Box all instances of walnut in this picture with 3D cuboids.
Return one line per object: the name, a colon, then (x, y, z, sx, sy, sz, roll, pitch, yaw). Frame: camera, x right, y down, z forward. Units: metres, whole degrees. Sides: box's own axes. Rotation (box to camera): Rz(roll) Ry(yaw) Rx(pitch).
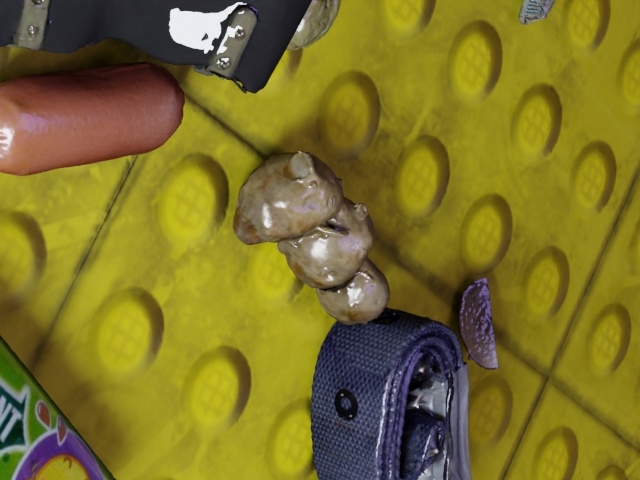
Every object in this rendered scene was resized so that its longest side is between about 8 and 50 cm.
walnut: (-0.022, -0.204, 1.593, 0.092, 0.092, 0.092, -16, 113, -43)

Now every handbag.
handbag: (-0.126, -0.260, 1.391, 0.342, 0.152, 0.288, 8, 108, -25)

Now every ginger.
ginger: (0.000, 0.000, 1.679, 0.104, 0.080, 0.204, -36, 133, 7)

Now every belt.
belt: (0.077, 0.179, 1.779, 0.139, 0.126, 0.230, -19, 114, -41)

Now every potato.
potato: (0.155, 0.086, 1.908, 0.037, 0.036, 0.093, -7, 89, -9)

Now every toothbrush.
toothbrush: (0.264, -0.342, 1.903, 0.026, 0.028, 0.294, 42, 65, -46)

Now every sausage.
sausage: (-0.184, -0.096, 1.457, 0.194, 0.077, 0.077, -15, 112, -44)

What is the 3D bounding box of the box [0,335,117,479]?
box: (-0.276, 0.126, 1.400, 0.134, 0.097, 0.345, -58, 135, -31)
